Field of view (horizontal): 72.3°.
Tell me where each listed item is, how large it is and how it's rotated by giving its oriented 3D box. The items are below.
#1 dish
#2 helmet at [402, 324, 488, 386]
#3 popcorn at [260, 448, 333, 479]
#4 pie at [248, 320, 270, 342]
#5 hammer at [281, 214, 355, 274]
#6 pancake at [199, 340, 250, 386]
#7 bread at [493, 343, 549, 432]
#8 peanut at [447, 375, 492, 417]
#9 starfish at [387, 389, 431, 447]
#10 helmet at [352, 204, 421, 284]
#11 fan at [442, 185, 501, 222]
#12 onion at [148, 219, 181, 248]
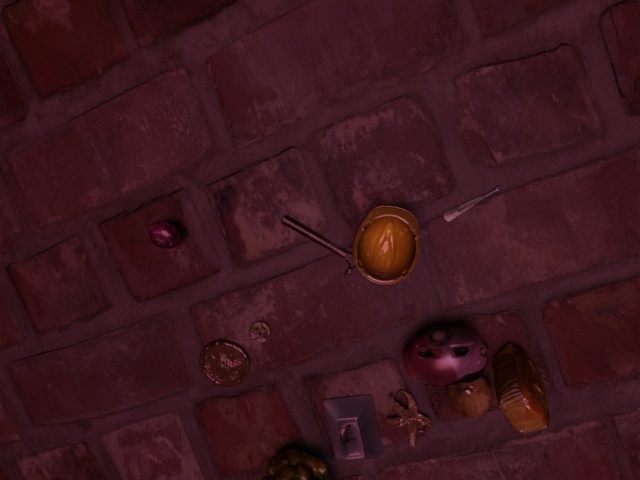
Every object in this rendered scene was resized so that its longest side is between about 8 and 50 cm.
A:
[{"bbox_3d":[0.113,0.682,1.550,0.182,0.080,0.243,-10,97,12],"label":"dish"},{"bbox_3d":[0.397,0.341,1.367,0.254,0.198,0.154,7,126,-3],"label":"helmet"},{"bbox_3d":[-0.081,0.888,1.521,0.282,0.282,0.246,2,111,10],"label":"popcorn"},{"bbox_3d":[-0.218,0.328,1.574,0.085,0.017,0.085,2,101,9],"label":"pie"},{"bbox_3d":[0.000,0.000,1.472,0.297,0.027,0.125,29,104,4],"label":"hammer"},{"bbox_3d":[-0.356,0.458,1.620,0.199,0.021,0.199,2,102,10],"label":"pancake"},{"bbox_3d":[0.598,0.442,1.320,0.119,0.288,0.152,-37,91,24],"label":"bread"},{"bbox_3d":[0.491,0.506,1.438,0.141,0.109,0.159,3,113,20],"label":"peanut"},{"bbox_3d":[0.304,0.624,1.519,0.150,0.053,0.209,-9,100,16],"label":"starfish"},{"bbox_3d":[0.209,0.001,1.376,0.205,0.140,0.256,11,108,7],"label":"helmet"},{"bbox_3d":[0.474,-0.117,1.373,0.193,0.016,0.038,-31,92,14],"label":"fan"},{"bbox_3d":[-0.542,-0.025,1.532,0.115,0.115,0.104,9,57,8],"label":"onion"}]
